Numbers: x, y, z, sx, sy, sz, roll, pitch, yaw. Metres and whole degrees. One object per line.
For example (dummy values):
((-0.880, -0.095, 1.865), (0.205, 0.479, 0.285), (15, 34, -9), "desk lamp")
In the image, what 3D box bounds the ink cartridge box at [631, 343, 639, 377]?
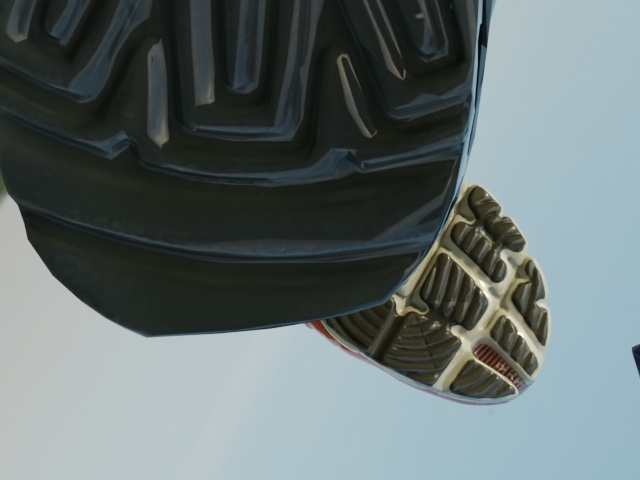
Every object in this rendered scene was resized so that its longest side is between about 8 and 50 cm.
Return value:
((0.214, 0.059, 0.628), (0.046, 0.207, 0.097), (-32, -110, 61), "ink cartridge box")

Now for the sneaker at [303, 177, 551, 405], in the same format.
((0.000, 0.000, 0.936), (0.107, 0.279, 0.118), (-53, 159, -16), "sneaker")

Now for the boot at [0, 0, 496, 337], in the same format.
((0.016, -0.197, 0.572), (0.445, 0.146, 0.367), (-55, 156, -75), "boot")
